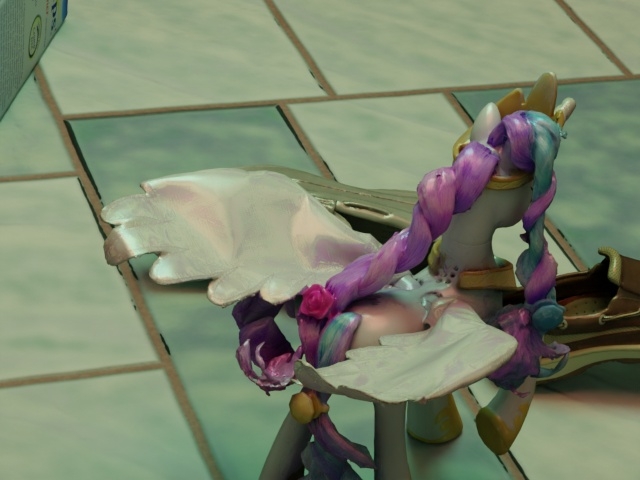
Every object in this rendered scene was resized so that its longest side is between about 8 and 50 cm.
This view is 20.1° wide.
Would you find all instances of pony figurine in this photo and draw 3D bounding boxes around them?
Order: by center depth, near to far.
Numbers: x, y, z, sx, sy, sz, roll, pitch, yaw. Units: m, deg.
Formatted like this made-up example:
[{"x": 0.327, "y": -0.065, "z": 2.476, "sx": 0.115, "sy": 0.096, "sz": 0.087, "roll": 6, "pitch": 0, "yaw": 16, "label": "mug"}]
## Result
[{"x": 0.045, "y": 0.066, "z": 1.340, "sx": 0.351, "sy": 0.363, "sz": 0.303, "roll": -22, "pitch": 45, "yaw": -37, "label": "pony figurine"}]

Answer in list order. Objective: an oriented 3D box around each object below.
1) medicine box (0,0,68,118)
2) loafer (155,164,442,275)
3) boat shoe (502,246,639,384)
[{"x": -0.430, "y": -0.263, "z": 1.915, "sx": 0.264, "sy": 0.149, "sz": 0.289, "roll": 11, "pitch": 35, "yaw": 4, "label": "medicine box"}, {"x": 0.000, "y": 0.000, "z": 1.655, "sx": 0.320, "sy": 0.112, "sz": 0.111, "roll": 2, "pitch": 26, "yaw": -11, "label": "loafer"}, {"x": 0.268, "y": 0.053, "z": 1.591, "sx": 0.257, "sy": 0.095, "sz": 0.095, "roll": -17, "pitch": 33, "yaw": -7, "label": "boat shoe"}]
